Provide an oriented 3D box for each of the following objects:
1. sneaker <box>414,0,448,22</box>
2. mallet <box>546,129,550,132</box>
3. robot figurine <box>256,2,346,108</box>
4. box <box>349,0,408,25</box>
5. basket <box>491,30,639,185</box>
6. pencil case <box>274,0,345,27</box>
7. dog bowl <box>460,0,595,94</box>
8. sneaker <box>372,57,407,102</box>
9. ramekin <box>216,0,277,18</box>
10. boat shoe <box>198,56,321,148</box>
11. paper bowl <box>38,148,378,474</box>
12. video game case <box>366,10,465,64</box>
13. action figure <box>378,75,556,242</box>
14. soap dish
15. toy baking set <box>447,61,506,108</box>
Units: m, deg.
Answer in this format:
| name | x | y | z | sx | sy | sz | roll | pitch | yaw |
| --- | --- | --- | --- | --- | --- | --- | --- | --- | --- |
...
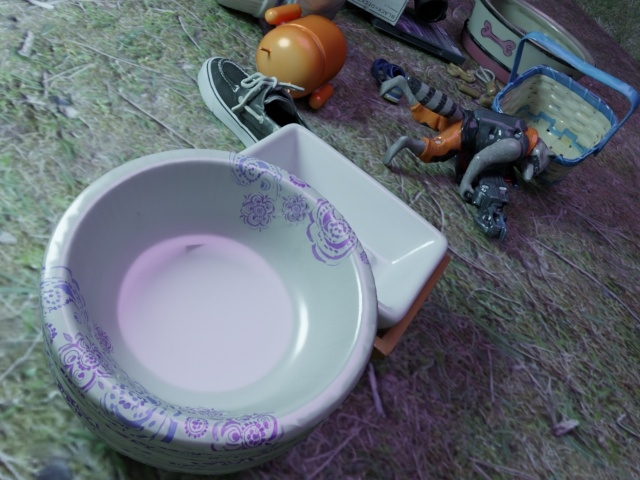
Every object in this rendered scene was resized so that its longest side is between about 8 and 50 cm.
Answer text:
| name | x | y | z | sx | sy | sz | roll | pitch | yaw |
| --- | --- | --- | --- | --- | --- | --- | --- | --- | --- |
| sneaker | 0.303 | -0.653 | 1.761 | 0.296 | 0.105 | 0.146 | 20 | 64 | -73 |
| mallet | 0.512 | -0.204 | 1.501 | 0.039 | 0.062 | 0.189 | 31 | 51 | -2 |
| robot figurine | -0.035 | -0.330 | 1.136 | 0.128 | 0.158 | 0.219 | 19 | 34 | 15 |
| box | 0.141 | -0.666 | 1.637 | 0.169 | 0.087 | 0.289 | 25 | 33 | -10 |
| basket | 0.491 | -0.264 | 1.315 | 0.201 | 0.288 | 0.255 | -39 | 67 | -23 |
| pencil case | -0.017 | -0.473 | 1.212 | 0.124 | 0.273 | 0.113 | -9 | 94 | -13 |
| dog bowl | 0.594 | -0.573 | 1.877 | 0.408 | 0.150 | 0.407 | 20 | 39 | -18 |
| sneaker | 0.154 | -0.355 | 1.367 | 0.053 | 0.059 | 0.144 | 10 | 42 | -26 |
| ramekin | -0.146 | -0.548 | 1.240 | 0.109 | 0.207 | 0.207 | 3 | 46 | -23 |
| boat shoe | -0.082 | -0.196 | 0.966 | 0.113 | 0.105 | 0.306 | -5 | 51 | -41 |
| paper bowl | -0.102 | 0.066 | 0.586 | 0.285 | 0.148 | 0.284 | 9 | 56 | -14 |
| video game case | 0.242 | -0.565 | 1.689 | 0.275 | 0.026 | 0.196 | 15 | 36 | -22 |
| action figure | 0.281 | -0.168 | 1.166 | 0.331 | 0.178 | 0.341 | 11 | 39 | -14 |
| soap dish | 0.000 | 0.000 | 0.793 | 0.291 | 0.118 | 0.229 | 39 | 39 | 5 |
| toy baking set | 0.438 | -0.406 | 1.668 | 0.256 | 0.030 | 0.196 | 2 | 47 | -36 |
